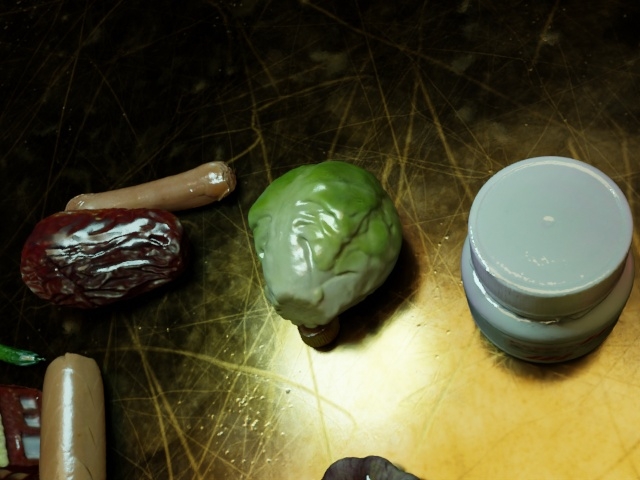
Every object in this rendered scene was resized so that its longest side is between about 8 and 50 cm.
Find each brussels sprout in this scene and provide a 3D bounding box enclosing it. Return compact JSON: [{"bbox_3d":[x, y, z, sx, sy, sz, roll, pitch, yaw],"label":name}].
[{"bbox_3d":[0.011,-0.008,1.129,0.274,0.242,0.316,-17,54,7],"label":"brussels sprout"}]

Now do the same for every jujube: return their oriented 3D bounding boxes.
[{"bbox_3d":[-0.446,0.026,1.302,0.343,0.216,0.216,-8,64,8],"label":"jujube"}]

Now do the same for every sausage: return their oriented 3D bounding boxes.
[{"bbox_3d":[-0.481,0.368,1.193,0.121,0.121,0.304,-17,63,10],"label":"sausage"},{"bbox_3d":[-0.392,-0.093,1.387,0.420,0.094,0.094,-12,85,11],"label":"sausage"}]

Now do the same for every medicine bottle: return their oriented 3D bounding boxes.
[{"bbox_3d":[0.348,0.038,0.954,0.256,0.325,0.255,-6,65,14],"label":"medicine bottle"}]

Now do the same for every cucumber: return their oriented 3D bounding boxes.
[{"bbox_3d":[-0.678,0.254,1.357,0.168,0.039,0.039,9,70,24],"label":"cucumber"}]

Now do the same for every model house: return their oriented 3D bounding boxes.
[{"bbox_3d":[-0.664,0.380,1.175,0.160,0.254,0.195,-29,60,8],"label":"model house"}]

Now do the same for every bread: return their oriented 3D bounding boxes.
[{"bbox_3d":[-0.003,0.164,1.167,0.085,0.053,0.085,-15,43,14],"label":"bread"}]

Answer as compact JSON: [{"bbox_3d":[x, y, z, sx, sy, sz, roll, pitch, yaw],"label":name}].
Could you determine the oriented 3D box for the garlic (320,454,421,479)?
[{"bbox_3d":[0.073,0.459,0.948,0.245,0.160,0.244,-4,75,13],"label":"garlic"}]
